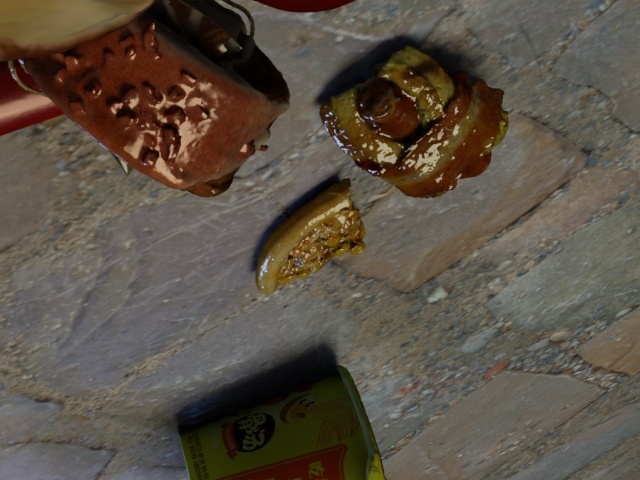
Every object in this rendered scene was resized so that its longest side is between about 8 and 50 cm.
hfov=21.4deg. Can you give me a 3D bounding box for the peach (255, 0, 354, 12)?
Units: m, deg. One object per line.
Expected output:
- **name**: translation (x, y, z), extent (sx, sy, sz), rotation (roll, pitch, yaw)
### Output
- **peach**: translation (-0.013, -0.247, 1.177), extent (0.197, 0.197, 0.197), rotation (-22, 153, -12)

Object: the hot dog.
- **hot dog**: translation (0.099, -0.104, 1.613), extent (0.146, 0.103, 0.213), rotation (-39, 150, 24)

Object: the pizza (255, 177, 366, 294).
- **pizza**: translation (0.000, 0.000, 1.778), extent (0.178, 0.041, 0.131), rotation (-41, 152, 26)

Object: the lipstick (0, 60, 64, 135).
- **lipstick**: translation (-0.325, -0.087, 1.284), extent (0.279, 0.073, 0.073), rotation (-21, 153, -12)

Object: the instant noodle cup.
- **instant noodle cup**: translation (-0.041, 0.322, 2.065), extent (0.221, 0.311, 0.311), rotation (-14, 152, -7)

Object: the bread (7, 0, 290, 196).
- **bread**: translation (-0.129, -0.125, 1.235), extent (0.142, 0.212, 0.224), rotation (-50, 149, 16)

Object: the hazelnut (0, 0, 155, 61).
- **hazelnut**: translation (-0.183, -0.213, 1.003), extent (0.261, 0.241, 0.261), rotation (-27, 154, -15)
